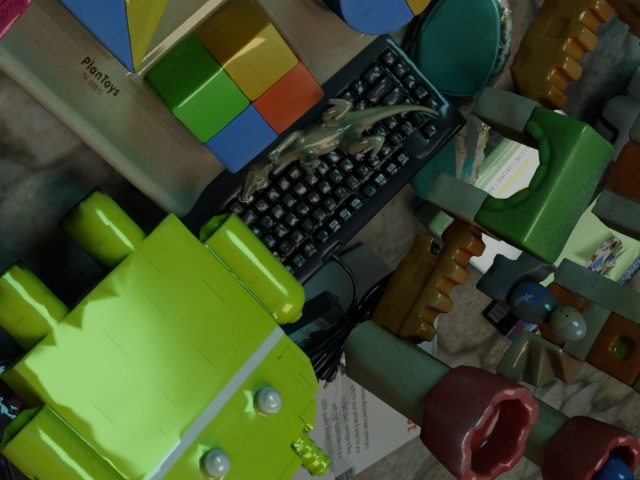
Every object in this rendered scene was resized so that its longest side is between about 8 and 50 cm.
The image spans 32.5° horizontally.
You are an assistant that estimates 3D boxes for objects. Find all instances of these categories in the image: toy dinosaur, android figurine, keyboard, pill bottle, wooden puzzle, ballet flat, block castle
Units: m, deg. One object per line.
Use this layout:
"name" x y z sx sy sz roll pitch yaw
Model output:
"toy dinosaur" 0.014 -0.086 0.850 0.183 0.092 0.053 -24 99 -10
"android figurine" -0.107 0.097 0.788 0.248 0.273 0.056 -47 -171 -32
"keyboard" 0.000 0.000 0.919 0.317 0.033 0.201 -45 107 0
"pill bottle" 0.332 -0.096 1.175 0.094 0.094 0.169 -4 128 -41
"wooden puzzle" -0.044 -0.194 0.739 0.348 0.080 0.322 -44 143 -1
"ballet flat" 0.119 -0.139 0.962 0.241 0.091 0.077 99 17 -44
"block castle" 0.255 0.002 0.916 0.303 0.212 0.453 28 91 -48

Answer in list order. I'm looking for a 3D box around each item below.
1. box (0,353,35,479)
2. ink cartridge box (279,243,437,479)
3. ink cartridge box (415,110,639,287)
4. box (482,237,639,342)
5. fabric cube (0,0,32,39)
"box" -0.168 0.201 0.835 0.163 0.247 0.142 -14 172 -34
"ink cartridge box" -0.028 0.155 1.058 0.272 0.114 0.197 -27 139 -20
"ink cartridge box" 0.236 -0.016 1.107 0.235 0.056 0.171 39 96 -20
"box" 0.316 0.038 1.328 0.233 0.044 0.159 -50 143 7
"fabric cube" -0.316 -0.102 0.397 0.259 0.258 0.254 -52 140 1
